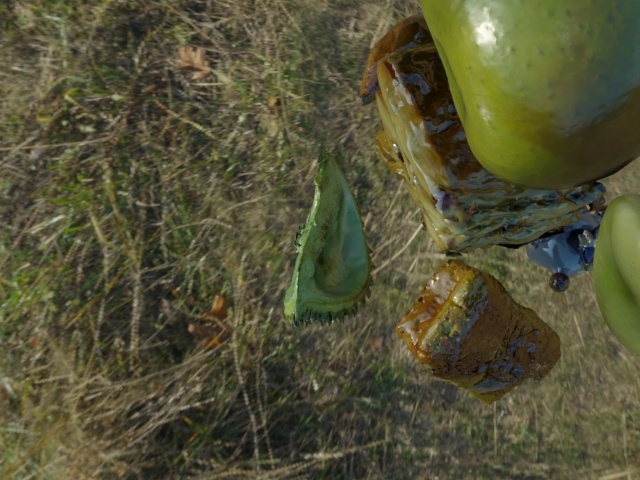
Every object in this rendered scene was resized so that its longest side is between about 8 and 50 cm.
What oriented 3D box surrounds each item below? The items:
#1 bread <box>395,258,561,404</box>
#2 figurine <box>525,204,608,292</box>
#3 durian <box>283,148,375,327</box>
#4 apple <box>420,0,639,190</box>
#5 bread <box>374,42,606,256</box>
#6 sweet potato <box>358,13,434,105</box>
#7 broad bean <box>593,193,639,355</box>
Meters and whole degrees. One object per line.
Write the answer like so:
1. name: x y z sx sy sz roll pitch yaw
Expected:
1. bread: 0.275 0.173 1.354 0.109 0.380 0.185 31 88 43
2. figurine: 0.482 0.009 1.506 0.194 0.274 0.133 -45 110 6
3. durian: -0.009 0.002 1.465 0.163 0.394 0.198 -13 140 32
4. apple: 0.150 -0.132 0.519 0.157 0.196 0.196 -23 96 4
5. bread: 0.229 -0.134 1.194 0.278 0.167 0.324 -14 63 -17
6. sweet potato: 0.178 -0.381 1.623 0.112 0.112 0.359 41 63 1
7. broad bean: 0.372 0.036 0.895 0.121 0.263 0.189 -25 70 2
